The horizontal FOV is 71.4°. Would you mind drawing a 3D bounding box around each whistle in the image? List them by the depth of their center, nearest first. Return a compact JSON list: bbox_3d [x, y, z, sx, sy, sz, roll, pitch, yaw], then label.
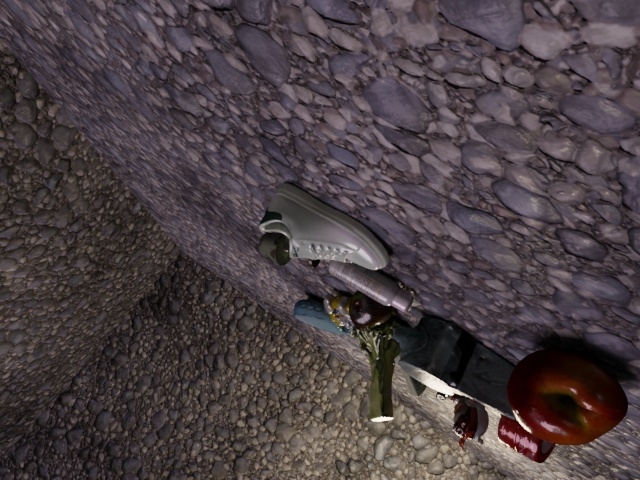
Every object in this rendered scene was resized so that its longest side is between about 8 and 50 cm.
[{"bbox_3d":[0.415,0.370,1.334,0.404,0.168,0.188,16,155,37],"label":"whistle"}]

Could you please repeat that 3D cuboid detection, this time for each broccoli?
[{"bbox_3d":[0.233,0.458,1.615,0.221,0.361,0.252,-4,174,17],"label":"broccoli"}]

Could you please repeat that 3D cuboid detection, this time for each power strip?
[{"bbox_3d":[0.382,0.545,1.887,0.048,0.080,0.286,3,126,47],"label":"power strip"}]

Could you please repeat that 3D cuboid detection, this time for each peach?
[{"bbox_3d":[0.541,0.343,0.992,0.243,0.199,0.243,-5,167,-1],"label":"peach"}]

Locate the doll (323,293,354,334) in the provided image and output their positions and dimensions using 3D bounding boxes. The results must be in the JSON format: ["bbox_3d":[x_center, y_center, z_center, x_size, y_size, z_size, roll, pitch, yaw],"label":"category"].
[{"bbox_3d":[0.125,0.312,1.804,0.237,0.111,0.252,10,139,38],"label":"doll"}]

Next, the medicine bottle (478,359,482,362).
[{"bbox_3d":[0.512,0.417,1.444,0.208,0.054,0.090,28,164,26],"label":"medicine bottle"}]

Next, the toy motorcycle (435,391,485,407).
[{"bbox_3d":[0.508,0.543,1.715,0.296,0.109,0.198,41,151,-9],"label":"toy motorcycle"}]

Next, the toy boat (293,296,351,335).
[{"bbox_3d":[0.020,0.352,2.148,0.330,0.123,0.215,6,154,38],"label":"toy boat"}]

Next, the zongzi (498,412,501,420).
[{"bbox_3d":[0.751,0.678,1.636,0.189,0.081,0.178,11,140,42],"label":"zongzi"}]

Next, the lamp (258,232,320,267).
[{"bbox_3d":[-0.106,0.035,1.539,0.214,0.121,0.121,17,155,25],"label":"lamp"}]

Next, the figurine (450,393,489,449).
[{"bbox_3d":[0.506,0.589,1.510,0.160,0.226,0.183,36,134,-1],"label":"figurine"}]

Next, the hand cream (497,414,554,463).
[{"bbox_3d":[0.634,0.551,1.338,0.125,0.193,0.193,19,155,44],"label":"hand cream"}]

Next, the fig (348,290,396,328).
[{"bbox_3d":[0.202,0.234,1.494,0.245,0.149,0.149,19,178,-44],"label":"fig"}]

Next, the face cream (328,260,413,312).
[{"bbox_3d":[0.154,0.129,1.346,0.269,0.082,0.082,30,161,20],"label":"face cream"}]

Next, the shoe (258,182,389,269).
[{"bbox_3d":[0.000,0.000,1.187,0.363,0.160,0.132,33,163,11],"label":"shoe"}]
